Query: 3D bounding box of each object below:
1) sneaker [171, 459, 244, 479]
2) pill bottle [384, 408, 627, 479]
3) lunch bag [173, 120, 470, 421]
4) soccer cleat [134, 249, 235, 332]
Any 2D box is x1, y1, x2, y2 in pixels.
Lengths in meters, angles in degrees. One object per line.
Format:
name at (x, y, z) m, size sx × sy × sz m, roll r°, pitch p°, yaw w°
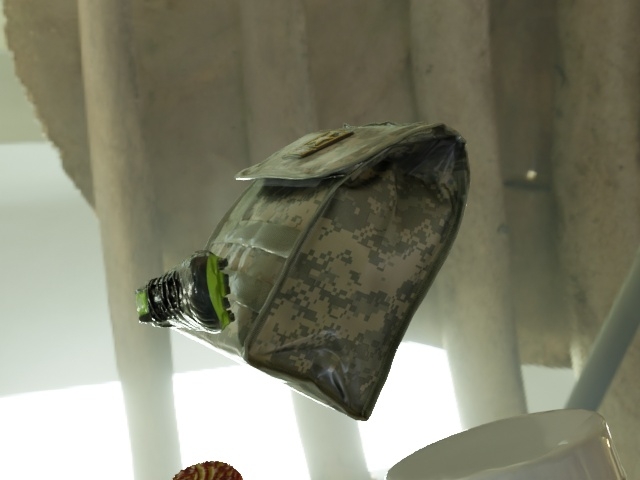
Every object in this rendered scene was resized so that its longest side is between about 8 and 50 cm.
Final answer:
sneaker at (-0.079, 0.221, 0.632) m, size 0.064 × 0.067 × 0.175 m, roll -8°, pitch -158°, yaw -7°
pill bottle at (0.097, 0.176, 0.328) m, size 0.117 × 0.208 × 0.117 m, roll -17°, pitch 177°, yaw -1°
lunch bag at (0.000, 0.000, 0.865) m, size 0.169 × 0.287 × 0.235 m, roll 32°, pitch 170°, yaw -25°
soccer cleat at (-0.107, 0.046, 0.677) m, size 0.072 × 0.060 × 0.179 m, roll -7°, pitch 172°, yaw -11°
